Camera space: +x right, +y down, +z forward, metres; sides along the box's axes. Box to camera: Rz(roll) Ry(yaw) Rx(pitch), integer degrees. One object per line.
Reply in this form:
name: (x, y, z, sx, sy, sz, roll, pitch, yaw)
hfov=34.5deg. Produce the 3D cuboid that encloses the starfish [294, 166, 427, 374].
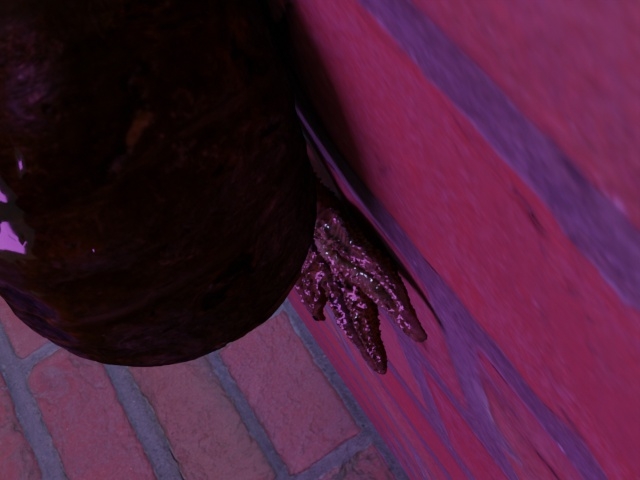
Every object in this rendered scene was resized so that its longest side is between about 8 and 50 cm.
starfish: (0.001, 0.000, 0.689, 0.240, 0.043, 0.227, 44, 163, 47)

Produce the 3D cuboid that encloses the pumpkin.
pumpkin: (-0.151, -0.088, 0.533, 0.325, 0.242, 0.232, 55, 180, 13)
